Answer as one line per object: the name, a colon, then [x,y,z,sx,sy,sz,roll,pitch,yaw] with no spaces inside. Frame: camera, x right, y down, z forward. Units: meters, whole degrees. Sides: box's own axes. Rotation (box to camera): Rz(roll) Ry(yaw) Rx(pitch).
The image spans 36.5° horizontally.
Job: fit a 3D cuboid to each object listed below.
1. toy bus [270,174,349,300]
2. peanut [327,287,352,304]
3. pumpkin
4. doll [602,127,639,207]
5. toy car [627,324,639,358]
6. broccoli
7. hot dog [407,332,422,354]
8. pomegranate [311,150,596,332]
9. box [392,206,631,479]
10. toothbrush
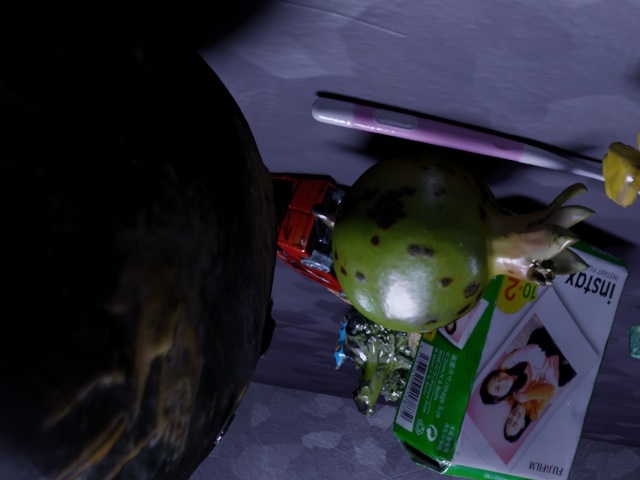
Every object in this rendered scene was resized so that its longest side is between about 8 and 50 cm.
toy bus: [0.000,0.000,1.000,0.089,0.081,0.195,15,168,24]
peanut: [0.060,0.058,1.220,0.113,0.054,0.054,12,165,7]
pumpkin: [-0.238,0.028,0.569,0.454,0.454,0.344,-5,132,45]
doll: [0.362,-0.041,0.565,0.365,0.094,0.160,11,168,2]
toy car: [0.518,0.130,1.079,0.141,0.097,0.320,22,162,-38]
broccoli: [0.085,0.186,1.472,0.154,0.160,0.167,28,146,2]
hot dog: [0.199,0.099,1.200,0.146,0.103,0.213,-30,151,36]
pomegranate: [0.107,-0.010,0.782,0.220,0.156,0.156,-20,152,26]
box: [0.181,0.105,0.935,0.180,0.250,0.103,17,180,-32]
toothbrush: [0.134,-0.073,0.746,0.286,0.020,0.025,12,157,-6]
